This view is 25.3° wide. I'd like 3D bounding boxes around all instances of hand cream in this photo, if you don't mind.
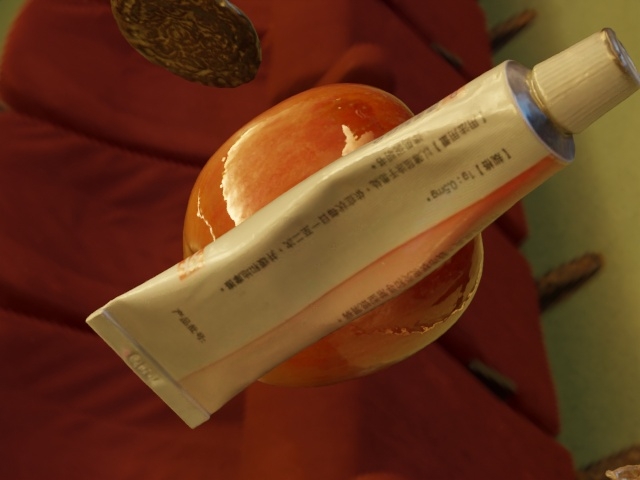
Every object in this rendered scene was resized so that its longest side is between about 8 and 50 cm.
[{"bbox_3d":[0.015,-0.002,0.483,0.216,0.052,0.038,-33,-11,27],"label":"hand cream"}]

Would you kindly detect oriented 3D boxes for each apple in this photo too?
[{"bbox_3d":[0.000,0.000,1.206,0.241,0.242,0.242,-28,22,-9],"label":"apple"}]

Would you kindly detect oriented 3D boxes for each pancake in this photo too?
[{"bbox_3d":[-0.089,-0.138,0.942,0.115,0.115,0.011,-16,43,50],"label":"pancake"}]

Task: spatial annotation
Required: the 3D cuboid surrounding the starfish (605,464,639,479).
[{"bbox_3d":[0.436,0.112,1.297,0.398,0.132,0.384,-54,7,17],"label":"starfish"}]
